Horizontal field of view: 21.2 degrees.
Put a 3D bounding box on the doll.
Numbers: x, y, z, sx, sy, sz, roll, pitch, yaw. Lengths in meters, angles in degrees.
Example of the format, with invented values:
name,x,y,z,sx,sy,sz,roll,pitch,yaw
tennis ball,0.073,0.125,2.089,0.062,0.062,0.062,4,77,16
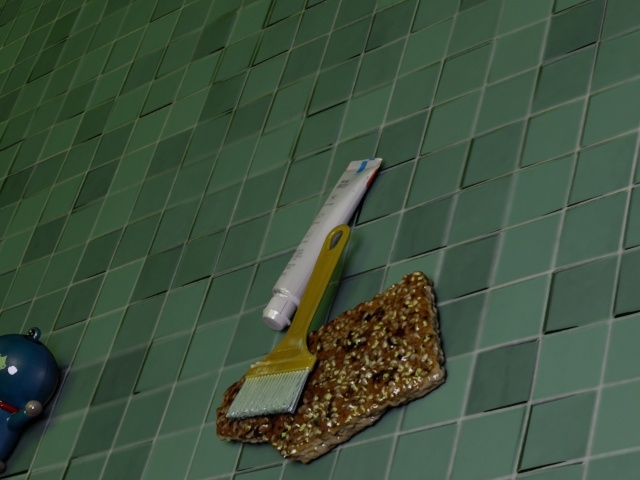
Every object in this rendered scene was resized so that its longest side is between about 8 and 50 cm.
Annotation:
name,x,y,z,sx,sy,sz,roll,pitch,yaw
doll,-0.321,0.158,1.744,0.114,0.085,0.152,12,74,39

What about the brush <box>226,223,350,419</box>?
name,x,y,z,sx,sy,sz,roll,pitch,yaw
brush,-0.016,0.067,1.482,0.083,0.011,0.205,-14,43,46

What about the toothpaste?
name,x,y,z,sx,sy,sz,roll,pitch,yaw
toothpaste,0.000,0.000,1.568,0.048,0.031,0.190,-6,47,52

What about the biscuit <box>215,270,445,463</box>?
name,x,y,z,sx,sy,sz,roll,pitch,yaw
biscuit,0.001,0.123,1.430,0.237,0.026,0.131,-32,33,23
